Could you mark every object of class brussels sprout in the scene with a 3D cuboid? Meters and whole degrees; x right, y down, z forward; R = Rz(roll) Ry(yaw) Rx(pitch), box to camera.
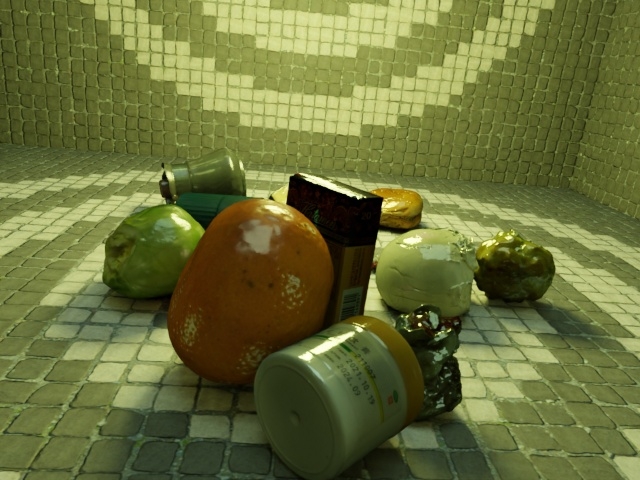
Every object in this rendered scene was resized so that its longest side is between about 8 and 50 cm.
[{"bbox_3d":[-0.487,0.028,1.494,0.344,0.268,0.344,-2,19,1],"label":"brussels sprout"}]

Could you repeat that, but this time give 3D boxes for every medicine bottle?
[{"bbox_3d":[0.034,0.282,0.945,0.238,0.237,0.232,22,25,40],"label":"medicine bottle"}]

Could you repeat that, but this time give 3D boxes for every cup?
[{"bbox_3d":[-0.348,-0.055,1.819,0.292,0.242,0.308,6,22,7],"label":"cup"}]

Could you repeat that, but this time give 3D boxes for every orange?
[{"bbox_3d":[-0.145,0.118,1.139,0.326,0.424,0.424,28,13,-17],"label":"orange"}]

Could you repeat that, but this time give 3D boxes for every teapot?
[{"bbox_3d":[-0.519,-0.221,2.254,0.362,0.305,0.376,-10,52,-17],"label":"teapot"}]

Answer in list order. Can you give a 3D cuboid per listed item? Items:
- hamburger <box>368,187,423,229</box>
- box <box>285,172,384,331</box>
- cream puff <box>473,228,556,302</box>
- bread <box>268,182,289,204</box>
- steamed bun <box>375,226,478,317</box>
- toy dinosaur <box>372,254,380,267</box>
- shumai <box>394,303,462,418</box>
[{"bbox_3d":[0.338,-0.154,2.406,0.290,0.170,0.314,2,20,9],"label":"hamburger"},{"bbox_3d":[0.010,0.049,1.335,0.116,0.415,0.264,-5,21,-37],"label":"box"},{"bbox_3d":[0.633,0.075,1.671,0.282,0.281,0.185,8,46,7],"label":"cream puff"},{"bbox_3d":[-0.131,-0.135,2.257,0.168,0.163,0.264,-38,-7,-19],"label":"bread"},{"bbox_3d":[0.333,0.082,1.594,0.312,0.232,0.334,6,21,9],"label":"steamed bun"},{"bbox_3d":[0.158,0.082,1.835,0.167,0.053,0.242,29,21,36],"label":"toy dinosaur"},{"bbox_3d":[0.210,0.252,1.133,0.189,0.218,0.256,6,17,-27],"label":"shumai"}]
